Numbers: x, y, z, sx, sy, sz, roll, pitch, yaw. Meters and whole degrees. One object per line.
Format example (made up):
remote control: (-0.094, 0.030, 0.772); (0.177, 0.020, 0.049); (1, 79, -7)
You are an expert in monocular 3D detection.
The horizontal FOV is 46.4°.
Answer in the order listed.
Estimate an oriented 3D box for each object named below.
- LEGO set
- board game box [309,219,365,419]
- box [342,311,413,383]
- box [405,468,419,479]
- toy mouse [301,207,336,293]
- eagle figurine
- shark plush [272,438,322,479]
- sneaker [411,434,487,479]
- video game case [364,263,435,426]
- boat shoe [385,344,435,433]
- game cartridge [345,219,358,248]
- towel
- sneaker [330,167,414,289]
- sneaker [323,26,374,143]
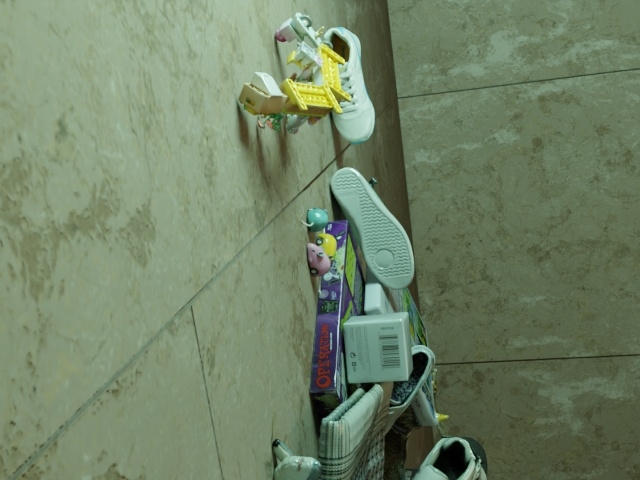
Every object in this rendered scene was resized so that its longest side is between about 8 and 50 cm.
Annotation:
LEGO set: (-0.044, -0.196, 1.022); (0.132, 0.107, 0.287); (43, 34, -17)
board game box: (0.037, 0.160, 1.307); (0.208, 0.056, 0.346); (66, 22, -46)
box: (0.096, 0.175, 1.226); (0.087, 0.102, 0.101); (-14, 99, -76)
box: (0.197, 0.744, 1.706); (0.395, 0.097, 0.318); (-15, 97, -77)
toy mouse: (0.000, 0.000, 1.222); (0.143, 0.031, 0.161); (66, 23, -58)
eagle figurine: (0.167, 0.391, 1.601); (0.226, 0.225, 0.298); (48, 42, 14)
shark plush: (-0.017, 0.314, 0.931); (0.073, 0.067, 0.161); (-81, 162, -48)
sneaker: (0.284, 0.460, 1.533); (0.330, 0.122, 0.146); (-17, 133, -60)
video game case: (0.164, 0.169, 1.556); (0.329, 0.036, 0.300); (-82, 149, -62)
boat shoe: (0.122, 0.281, 1.350); (0.227, 0.079, 0.081); (-51, 167, -2)
game cartridge: (0.067, -0.024, 1.589); (0.056, 0.017, 0.083); (-74, 157, -68)
towel: (0.060, 0.386, 1.160); (0.324, 0.056, 0.312); (-9, 102, -73)
sneaker: (0.113, -0.027, 1.473); (0.255, 0.094, 0.151); (62, 9, 3)
sneaker: (0.046, -0.301, 1.462); (0.092, 0.087, 0.228); (-9, 87, -71)
